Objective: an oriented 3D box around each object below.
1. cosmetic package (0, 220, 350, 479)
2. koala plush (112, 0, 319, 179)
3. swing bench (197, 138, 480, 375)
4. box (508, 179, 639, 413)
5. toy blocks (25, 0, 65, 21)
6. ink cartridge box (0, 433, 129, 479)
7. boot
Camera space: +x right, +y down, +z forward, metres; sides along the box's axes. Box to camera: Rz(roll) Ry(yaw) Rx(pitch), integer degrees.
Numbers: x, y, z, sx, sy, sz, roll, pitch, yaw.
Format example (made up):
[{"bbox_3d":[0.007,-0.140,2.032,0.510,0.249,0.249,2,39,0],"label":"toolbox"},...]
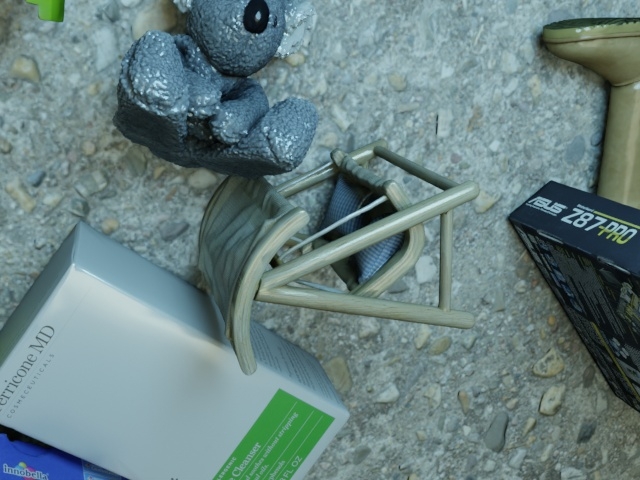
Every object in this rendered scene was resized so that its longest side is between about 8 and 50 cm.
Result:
[{"bbox_3d":[-0.176,0.163,0.833,0.365,0.155,0.197,32,97,-25],"label":"cosmetic package"},{"bbox_3d":[-0.105,-0.194,0.750,0.196,0.203,0.221,20,79,-24],"label":"koala plush"},{"bbox_3d":[0.000,0.000,0.781,0.254,0.253,0.165,-8,109,-15],"label":"swing bench"},{"bbox_3d":[0.439,0.125,0.922,0.097,0.318,0.395,-38,113,-2],"label":"box"},{"bbox_3d":[-0.341,-0.403,0.606,0.260,0.191,0.382,7,106,-8],"label":"toy blocks"},{"bbox_3d":[-0.378,0.341,0.745,0.395,0.151,0.270,-45,132,15],"label":"ink cartridge box"},{"bbox_3d":[0.394,-0.154,0.945,0.236,0.089,0.270,-6,110,-15],"label":"boot"}]
